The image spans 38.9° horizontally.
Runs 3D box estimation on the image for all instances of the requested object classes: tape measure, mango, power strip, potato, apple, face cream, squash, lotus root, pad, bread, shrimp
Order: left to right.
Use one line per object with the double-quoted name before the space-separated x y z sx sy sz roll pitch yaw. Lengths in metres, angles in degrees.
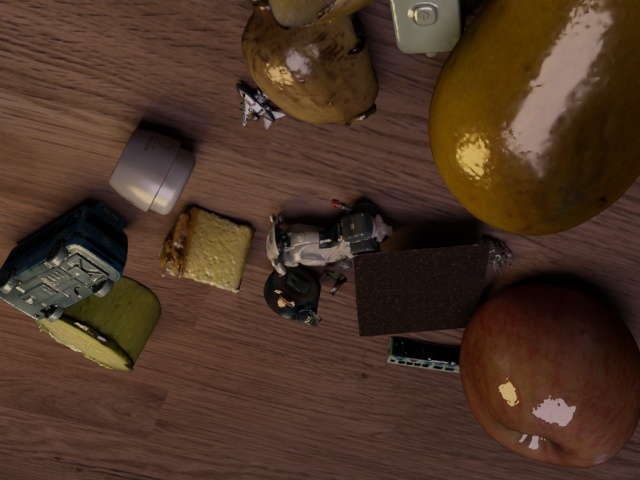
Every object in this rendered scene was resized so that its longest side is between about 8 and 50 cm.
"squash" -0.427 0.148 1.709 0.220 0.133 0.220 15 151 9
"face cream" -0.250 -0.103 1.353 0.104 0.117 0.117 27 136 -13
"bread" -0.199 0.019 1.536 0.147 0.127 0.152 18 172 -17
"tape measure" -0.023 0.064 1.526 0.107 0.104 0.180 22 147 -13
"lotus root" -0.008 -0.232 1.151 0.154 0.140 0.257 -13 143 31
"potato" 0.024 -0.320 0.998 0.117 0.182 0.202 -2 -176 -32
"power strip" 0.110 -0.364 1.037 0.091 0.062 0.385 -2 139 14
"pad" 0.169 0.091 1.549 0.219 0.004 0.330 -5 151 1
"shrimp" 0.298 0.024 1.505 0.038 0.029 0.092 -18 141 14
"apple" 0.398 0.247 1.568 0.344 0.270 0.345 4 141 3
"mango" 0.289 -0.202 1.090 0.301 0.221 0.445 0 130 -6

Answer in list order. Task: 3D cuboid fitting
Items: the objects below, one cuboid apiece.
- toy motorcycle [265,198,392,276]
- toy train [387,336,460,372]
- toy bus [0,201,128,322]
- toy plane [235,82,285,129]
"toy motorcycle" 0.000 0.000 1.466 0.221 0.102 0.150 -15 157 27
"toy train" 0.232 0.225 1.738 0.207 0.043 0.047 8 142 -3
"toy bus" -0.435 0.038 1.530 0.246 0.134 0.113 -26 129 34
"toy plane" -0.090 -0.194 1.290 0.078 0.031 0.083 -36 129 20
